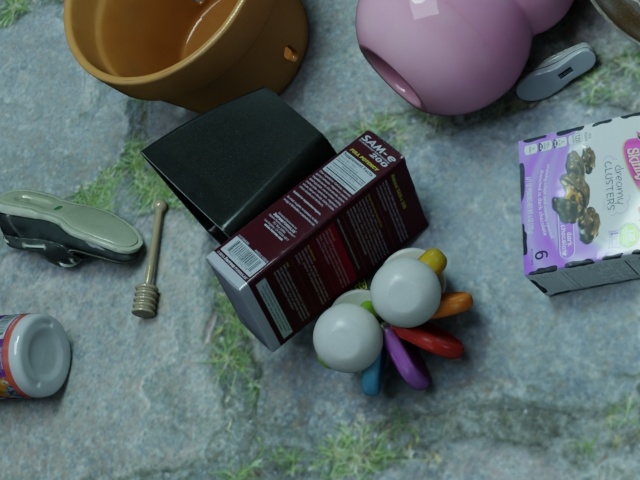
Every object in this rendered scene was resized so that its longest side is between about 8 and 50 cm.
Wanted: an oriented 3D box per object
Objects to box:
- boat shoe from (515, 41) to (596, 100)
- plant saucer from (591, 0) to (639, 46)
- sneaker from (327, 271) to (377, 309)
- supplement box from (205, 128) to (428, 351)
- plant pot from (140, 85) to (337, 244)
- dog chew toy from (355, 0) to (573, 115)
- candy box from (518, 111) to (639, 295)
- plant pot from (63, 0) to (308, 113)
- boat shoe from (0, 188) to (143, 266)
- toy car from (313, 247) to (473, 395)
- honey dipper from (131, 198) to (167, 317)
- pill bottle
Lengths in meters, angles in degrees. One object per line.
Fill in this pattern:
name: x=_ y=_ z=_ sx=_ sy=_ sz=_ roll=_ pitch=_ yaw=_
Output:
boat shoe: x=0.268 y=-0.196 z=1.828 sx=0.100 sy=0.035 sz=0.035 roll=-32 pitch=28 yaw=20
plant saucer: x=0.425 y=-0.343 z=1.718 sx=0.311 sy=0.050 sz=0.310 roll=1 pitch=93 yaw=16
sneaker: x=0.039 y=0.061 z=1.846 sx=0.083 sy=0.035 sz=0.031 roll=-32 pitch=56 yaw=16
supplement box: x=0.000 y=0.000 z=1.799 sx=0.239 sy=0.130 sz=0.073 roll=-38 pitch=51 yaw=-12
plant pot: x=-0.066 y=-0.066 z=1.889 sx=0.167 sy=0.187 sz=0.188 roll=-43 pitch=52 yaw=-5
dog chew toy: x=0.198 y=-0.300 z=1.820 sx=0.332 sy=0.206 sz=0.206 roll=-45 pitch=52 yaw=-3
candy box: x=0.316 y=-0.044 z=1.700 sx=0.196 sy=0.070 sz=0.164 roll=-13 pitch=62 yaw=27
plant pot: x=-0.147 y=-0.286 z=2.017 sx=0.291 sy=0.203 sz=0.290 roll=-13 pitch=63 yaw=27
boat shoe: x=-0.327 y=-0.004 z=2.094 sx=0.233 sy=0.084 sz=0.079 roll=16 pitch=115 yaw=29
toy car: x=0.086 y=0.098 z=1.751 sx=0.182 sy=0.159 sz=0.136 roll=-39 pitch=90 yaw=11
honey dipper: x=-0.215 y=0.020 z=2.028 sx=0.030 sy=0.030 sz=0.160 roll=-9 pitch=63 yaw=29
pill bottle: x=-0.427 y=0.151 z=2.049 sx=0.194 sy=0.108 sz=0.108 roll=-5 pitch=66 yaw=31
